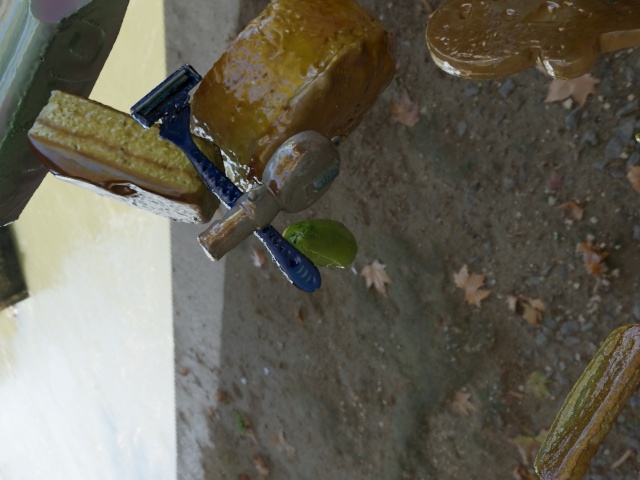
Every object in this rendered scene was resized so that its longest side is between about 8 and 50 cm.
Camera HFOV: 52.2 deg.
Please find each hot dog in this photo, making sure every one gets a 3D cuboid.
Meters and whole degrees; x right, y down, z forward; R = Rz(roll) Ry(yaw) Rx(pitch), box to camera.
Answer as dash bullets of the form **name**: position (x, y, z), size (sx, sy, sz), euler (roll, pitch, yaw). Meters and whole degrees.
- **hot dog**: position (0.321, 0.191, 0.759), size (0.047, 0.215, 0.066), euler (35, 174, -31)

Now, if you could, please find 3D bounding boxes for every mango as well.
- **mango**: position (0.000, 0.000, 0.999), size (0.091, 0.165, 0.074), euler (-5, 76, 26)

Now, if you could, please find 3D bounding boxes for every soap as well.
- **soap**: position (-0.456, -0.241, 0.976), size (0.156, 0.261, 0.446), euler (29, 101, -4)

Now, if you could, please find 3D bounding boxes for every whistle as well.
- **whistle**: position (-0.052, -0.055, 0.782), size (0.057, 0.220, 0.107), euler (43, 163, 24)

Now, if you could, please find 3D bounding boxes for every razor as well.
- **razor**: position (-0.102, -0.055, 0.804), size (0.056, 0.093, 0.324), euler (0, 134, 52)

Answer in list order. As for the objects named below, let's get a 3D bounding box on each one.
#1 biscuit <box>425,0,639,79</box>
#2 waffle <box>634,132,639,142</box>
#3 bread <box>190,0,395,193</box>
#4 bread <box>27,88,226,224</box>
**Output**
- **biscuit**: position (0.348, -0.347, 1.037), size (0.355, 0.275, 0.052), euler (-9, 142, 17)
- **waffle**: position (0.734, -0.174, 1.309), size (0.193, 0.070, 0.197), euler (120, 139, -60)
- **bread**: position (-0.048, -0.238, 1.116), size (0.215, 0.398, 0.398), euler (47, 144, 0)
- **bread**: position (-0.255, -0.101, 0.903), size (0.234, 0.110, 0.184), euler (17, 168, -1)
